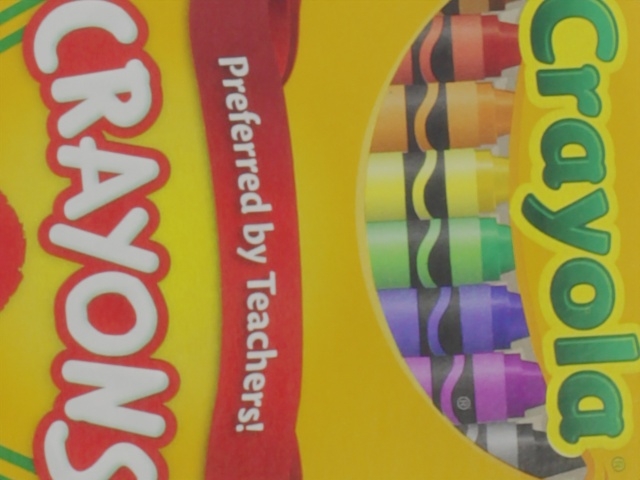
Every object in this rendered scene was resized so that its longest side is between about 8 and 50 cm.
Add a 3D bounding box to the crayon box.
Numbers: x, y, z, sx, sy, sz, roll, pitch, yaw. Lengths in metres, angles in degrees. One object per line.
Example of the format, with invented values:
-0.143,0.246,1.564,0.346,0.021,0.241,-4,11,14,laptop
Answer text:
0.000,0.000,0.558,0.318,0.081,0.202,-4,85,-2,crayon box
